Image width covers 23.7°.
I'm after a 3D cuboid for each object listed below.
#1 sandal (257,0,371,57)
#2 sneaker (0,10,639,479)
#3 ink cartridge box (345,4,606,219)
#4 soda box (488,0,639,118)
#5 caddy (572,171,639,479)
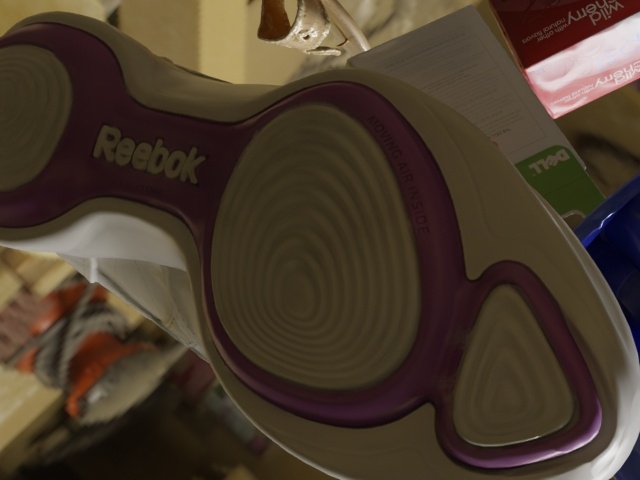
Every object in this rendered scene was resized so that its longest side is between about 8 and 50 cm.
[{"bbox_3d":[-0.033,-0.219,1.401,0.079,0.088,0.240,-41,134,-7],"label":"sandal"},{"bbox_3d":[0.000,0.000,0.536,0.152,0.305,0.114,25,93,-48],"label":"sneaker"},{"bbox_3d":[0.111,-0.054,1.078,0.109,0.209,0.062,-25,159,-18],"label":"ink cartridge box"},{"bbox_3d":[0.271,-0.200,1.196,0.263,0.083,0.092,-27,148,9],"label":"soda box"},{"bbox_3d":[0.272,0.034,0.944,0.341,0.179,0.241,-2,138,-40],"label":"caddy"}]
